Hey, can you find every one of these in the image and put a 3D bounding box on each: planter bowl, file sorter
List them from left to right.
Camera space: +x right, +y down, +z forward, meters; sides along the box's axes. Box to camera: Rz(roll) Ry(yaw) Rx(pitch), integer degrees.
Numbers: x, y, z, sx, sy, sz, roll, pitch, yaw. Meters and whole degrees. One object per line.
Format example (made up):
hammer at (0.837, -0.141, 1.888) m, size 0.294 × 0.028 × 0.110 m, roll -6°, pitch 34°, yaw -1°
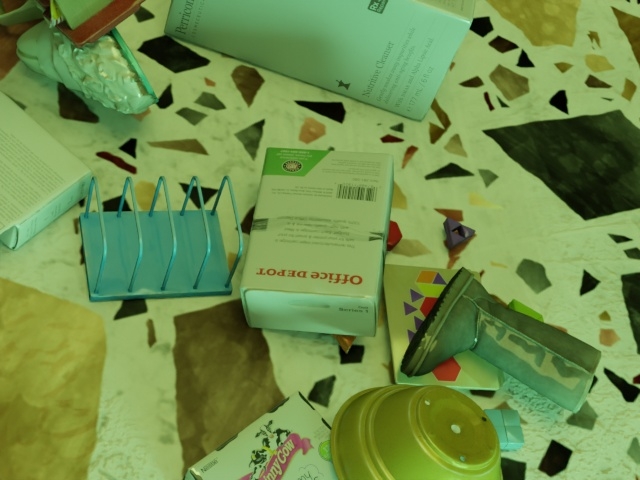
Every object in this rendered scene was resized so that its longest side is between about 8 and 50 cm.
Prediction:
file sorter at (-0.185, -0.008, 1.391) m, size 0.170 × 0.104 × 0.118 m, roll -2°, pitch 58°, yaw -20°
planter bowl at (0.126, 0.224, 1.280) m, size 0.217 × 0.090 × 0.217 m, roll 21°, pitch 41°, yaw -19°

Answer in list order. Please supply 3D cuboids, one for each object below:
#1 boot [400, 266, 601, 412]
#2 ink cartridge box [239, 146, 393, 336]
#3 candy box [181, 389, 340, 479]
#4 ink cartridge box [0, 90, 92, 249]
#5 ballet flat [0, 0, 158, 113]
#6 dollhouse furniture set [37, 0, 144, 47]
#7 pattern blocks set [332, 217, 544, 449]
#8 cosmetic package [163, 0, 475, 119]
boot at (0.218, 0.144, 1.420) m, size 0.208 × 0.076 × 0.190 m, roll 38°, pitch 55°, yaw 0°
ink cartridge box at (0.000, 0.000, 1.432) m, size 0.160 × 0.093 × 0.219 m, roll 4°, pitch 54°, yaw 7°
candy box at (-0.027, 0.285, 1.263) m, size 0.164 × 0.070 × 0.196 m, roll -33°, pitch 72°, yaw -34°
ink cartridge box at (-0.447, -0.090, 1.386) m, size 0.275 × 0.060 × 0.239 m, roll 40°, pitch 55°, yaw 10°
ballet flat at (-0.348, -0.294, 1.539) m, size 0.147 × 0.147 × 0.409 m, roll -18°, pitch 61°, yaw -28°
dollhouse furniture set at (-0.400, -0.271, 1.338) m, size 0.374 × 0.201 × 0.152 m, roll -38°, pitch 66°, yaw -11°
pattern blocks set at (0.145, 0.105, 1.474) m, size 0.285 × 0.026 × 0.325 m, roll 12°, pitch 54°, yaw -11°
cosmetic package at (0.001, -0.337, 1.615) m, size 0.384 × 0.217 × 0.156 m, roll 16°, pitch 53°, yaw -6°
